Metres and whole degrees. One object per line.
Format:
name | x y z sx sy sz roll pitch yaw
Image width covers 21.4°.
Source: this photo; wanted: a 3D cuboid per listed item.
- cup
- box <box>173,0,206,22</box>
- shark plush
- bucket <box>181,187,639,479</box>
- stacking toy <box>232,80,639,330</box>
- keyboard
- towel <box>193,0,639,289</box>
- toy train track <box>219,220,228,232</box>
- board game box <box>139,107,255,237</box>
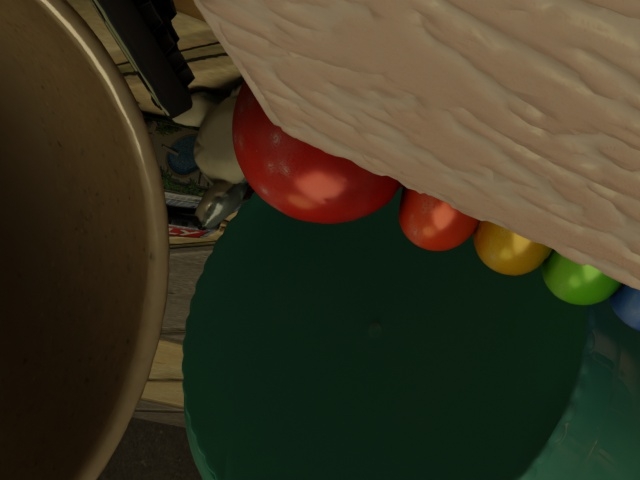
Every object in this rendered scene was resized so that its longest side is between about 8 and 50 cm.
cup | -0.261 -0.012 0.721 0.331 0.331 0.237 15 -166 -33
box | -0.028 -0.123 0.623 0.164 0.021 0.201 18 165 -40
shark plush | -0.021 -0.068 0.898 0.067 0.073 0.161 -8 158 -36
bucket | 0.066 0.076 0.963 0.281 0.281 0.183 1 161 29
stacking toy | 0.122 -0.025 0.789 0.330 0.141 0.141 14 169 0
keyboard | -0.080 -0.122 0.493 0.023 0.108 0.180 -25 147 2
towel | 0.101 -0.043 0.505 0.332 0.053 0.317 24 171 17
toy train track | -0.095 -0.014 1.234 0.048 0.014 0.083 -4 165 45
board game box | -0.130 -0.040 1.010 0.194 0.060 0.194 11 169 -18
